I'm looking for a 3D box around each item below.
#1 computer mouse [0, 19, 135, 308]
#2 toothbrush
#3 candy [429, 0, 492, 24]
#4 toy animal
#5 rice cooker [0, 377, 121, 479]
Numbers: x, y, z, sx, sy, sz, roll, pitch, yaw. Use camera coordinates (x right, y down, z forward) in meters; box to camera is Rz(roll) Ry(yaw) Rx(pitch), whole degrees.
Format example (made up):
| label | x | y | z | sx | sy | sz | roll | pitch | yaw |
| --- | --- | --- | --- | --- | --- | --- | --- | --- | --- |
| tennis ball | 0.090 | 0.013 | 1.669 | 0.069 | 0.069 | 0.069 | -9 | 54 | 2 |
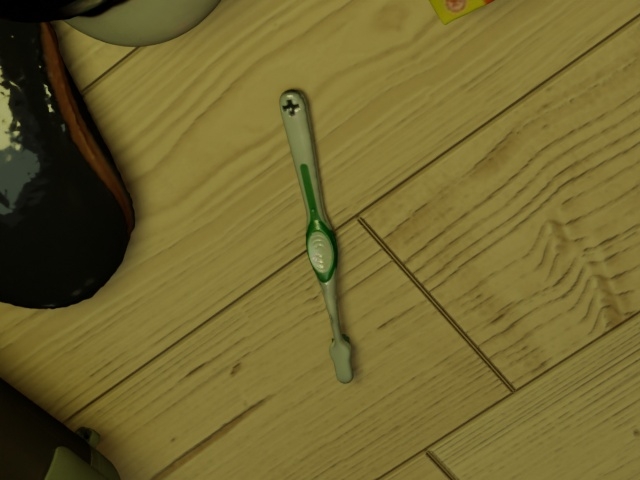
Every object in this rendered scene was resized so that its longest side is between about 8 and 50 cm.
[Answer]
| label | x | y | z | sx | sy | sz | roll | pitch | yaw |
| --- | --- | --- | --- | --- | --- | --- | --- | --- | --- |
| computer mouse | -0.280 | -0.073 | 1.384 | 0.183 | 0.116 | 0.323 | -21 | 115 | 6 |
| toothbrush | 0.000 | 0.001 | 1.465 | 0.030 | 0.030 | 0.304 | -8 | 118 | 5 |
| candy | 0.184 | -0.301 | 1.253 | 0.276 | 0.088 | 0.146 | -24 | 117 | 21 |
| toy animal | -0.169 | -0.243 | 1.237 | 0.187 | 0.235 | 0.165 | -42 | 66 | 31 |
| rice cooker | -0.367 | 0.275 | 1.454 | 0.325 | 0.335 | 0.335 | 41 | 111 | -19 |
